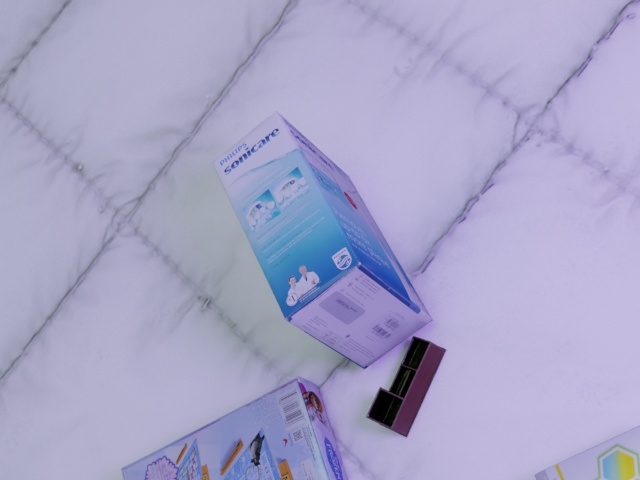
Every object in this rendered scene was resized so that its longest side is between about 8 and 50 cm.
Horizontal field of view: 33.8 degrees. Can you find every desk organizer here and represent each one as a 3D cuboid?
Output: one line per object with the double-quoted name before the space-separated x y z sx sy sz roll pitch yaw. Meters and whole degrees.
"desk organizer" 0.114 0.191 1.411 0.047 0.050 0.130 21 82 34

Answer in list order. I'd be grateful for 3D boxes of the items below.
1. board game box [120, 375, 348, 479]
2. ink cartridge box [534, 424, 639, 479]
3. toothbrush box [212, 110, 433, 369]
"board game box" -0.102 0.398 1.445 0.318 0.066 0.319 -28 60 17
"ink cartridge box" 0.369 0.283 1.224 0.209 0.062 0.109 -29 58 17
"toothbrush box" 0.000 0.000 1.440 0.126 0.216 0.295 -38 52 12
